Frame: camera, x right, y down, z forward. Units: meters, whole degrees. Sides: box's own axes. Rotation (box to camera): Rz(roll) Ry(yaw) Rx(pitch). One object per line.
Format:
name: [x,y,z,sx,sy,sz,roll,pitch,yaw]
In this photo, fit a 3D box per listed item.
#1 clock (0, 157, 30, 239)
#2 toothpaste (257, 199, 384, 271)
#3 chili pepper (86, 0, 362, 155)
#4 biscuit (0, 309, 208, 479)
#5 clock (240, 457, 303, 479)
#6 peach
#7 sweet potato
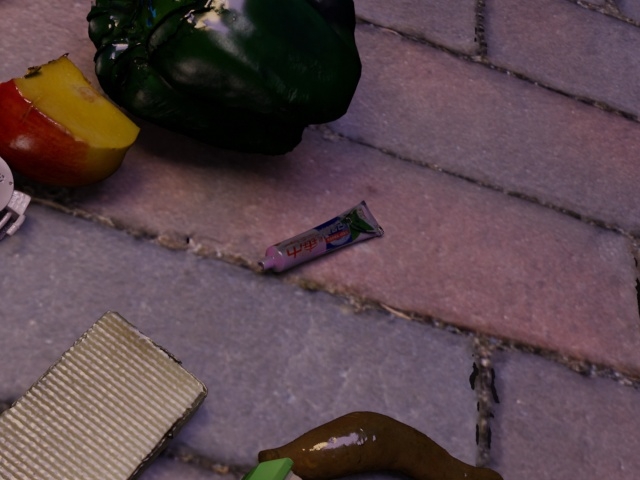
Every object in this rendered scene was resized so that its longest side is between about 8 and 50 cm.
clock: [-0.322,-0.019,0.941,0.087,0.041,0.129,41,65,-23]
toothpaste: [0.000,0.000,1.098,0.170,0.028,0.045,-23,74,-40]
chili pepper: [-0.090,-0.212,1.073,0.257,0.233,0.248,28,48,-34]
biscuit: [-0.196,0.160,0.876,0.121,0.040,0.199,37,51,8]
clock: [-0.010,0.320,0.778,0.255,0.106,0.220,41,48,-3]
peach: [-0.253,-0.107,0.996,0.151,0.151,0.118,43,78,10]
sweet potato: [0.067,0.196,0.965,0.250,0.059,0.069,12,72,-21]
